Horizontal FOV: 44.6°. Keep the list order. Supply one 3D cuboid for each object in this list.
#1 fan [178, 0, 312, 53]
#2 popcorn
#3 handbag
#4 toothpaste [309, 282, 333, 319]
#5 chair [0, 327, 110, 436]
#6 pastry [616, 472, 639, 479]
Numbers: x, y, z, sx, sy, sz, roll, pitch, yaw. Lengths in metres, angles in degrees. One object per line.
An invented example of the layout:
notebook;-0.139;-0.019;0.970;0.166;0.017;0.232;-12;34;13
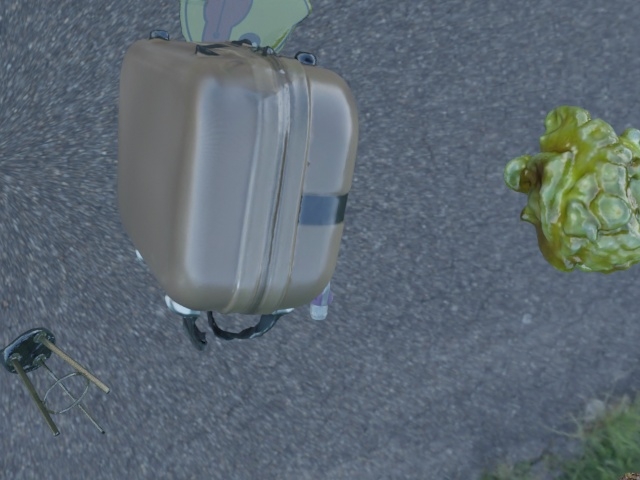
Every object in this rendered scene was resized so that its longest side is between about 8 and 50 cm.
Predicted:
fan;-0.151;-0.365;1.181;0.335;0.011;0.229;-2;124;-34
popcorn;0.543;-0.089;1.551;0.279;0.274;0.335;34;37;-24
handbag;-0.094;-0.038;0.707;0.149;0.302;0.283;1;106;-27
toothpaste;0.000;0.000;1.335;0.048;0.075;0.300;-26;126;-45
chair;-0.425;0.216;1.252;0.095;0.222;0.104;-59;150;2
pastry;0.477;0.438;1.244;0.063;0.087;0.169;9;119;-3
